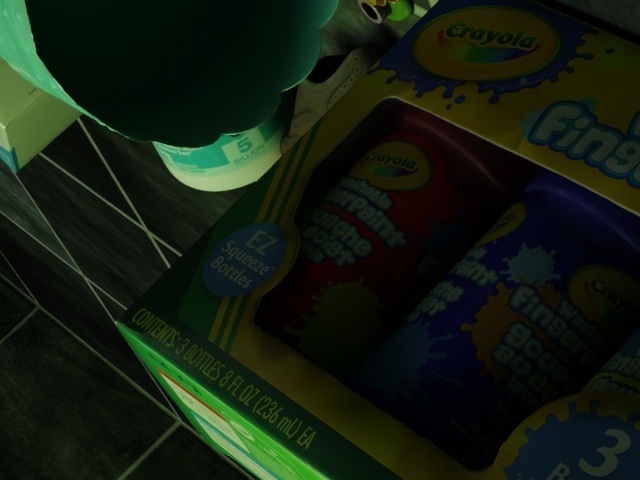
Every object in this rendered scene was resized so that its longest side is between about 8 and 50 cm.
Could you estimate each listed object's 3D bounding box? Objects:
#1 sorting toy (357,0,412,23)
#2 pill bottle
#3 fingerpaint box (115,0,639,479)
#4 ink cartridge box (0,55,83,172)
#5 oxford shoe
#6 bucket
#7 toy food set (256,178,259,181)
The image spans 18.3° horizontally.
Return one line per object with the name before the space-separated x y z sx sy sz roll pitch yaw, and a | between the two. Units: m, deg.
sorting toy | 0.040 -0.196 1.555 0.061 0.042 0.102 44 165 9
pill bottle | -0.124 -0.177 1.845 0.146 0.146 0.264 33 161 40
fingerpaint box | 0.144 0.055 1.294 0.445 0.371 0.163 32 162 44
ink cartridge box | -0.389 -0.237 2.362 0.233 0.168 0.171 44 166 9
oxford shoe | 0.020 -0.118 1.767 0.098 0.097 0.271 67 159 -3
bucket | -0.136 -0.217 1.551 0.281 0.281 0.183 53 166 -24
toy food set | 0.000 0.000 2.034 0.220 0.092 0.306 31 166 45
